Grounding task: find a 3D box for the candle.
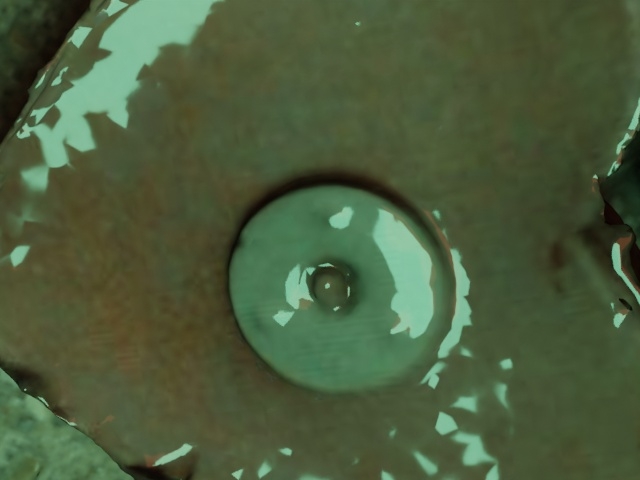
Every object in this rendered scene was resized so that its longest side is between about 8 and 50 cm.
[{"bbox_3d":[0.000,0.000,0.577,0.287,0.131,0.316,-11,100,11],"label":"candle"}]
